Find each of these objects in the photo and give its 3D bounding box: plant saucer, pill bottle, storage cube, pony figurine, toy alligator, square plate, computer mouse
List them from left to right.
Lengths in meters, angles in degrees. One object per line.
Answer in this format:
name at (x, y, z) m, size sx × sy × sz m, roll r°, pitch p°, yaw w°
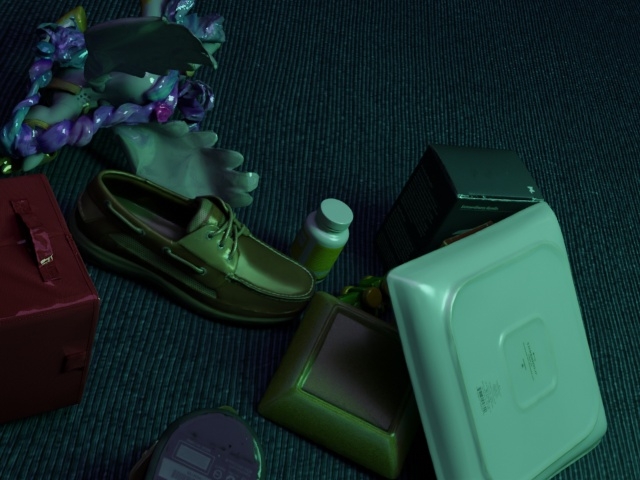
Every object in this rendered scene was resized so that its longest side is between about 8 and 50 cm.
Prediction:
storage cube at (-0.354, 0.071, 1.031) m, size 0.193 × 0.215 × 0.184 m, roll -11°, pitch 54°, yaw -30°
pony figurine at (-0.256, -0.206, 1.373) m, size 0.350 × 0.303 × 0.363 m, roll 0°, pitch 41°, yaw 15°
computer mouse at (-0.152, 0.293, 1.009) m, size 0.188 × 0.072 × 0.272 m, roll 31°, pitch 58°, yaw -3°
pill bottle at (0.000, 0.000, 1.385) m, size 0.065 × 0.116 × 0.065 m, roll 17°, pitch 42°, yaw -15°
toy alligator at (0.052, 0.090, 1.380) m, size 0.189 × 0.056 × 0.051 m, roll -26°, pitch 107°, yaw -38°
plant saucer at (0.047, 0.165, 1.238) m, size 0.188 × 0.045 × 0.188 m, roll 26°, pitch 59°, yaw 2°
square plate at (0.243, 0.155, 1.264) m, size 0.344 × 0.049 × 0.347 m, roll -21°, pitch 99°, yaw -44°

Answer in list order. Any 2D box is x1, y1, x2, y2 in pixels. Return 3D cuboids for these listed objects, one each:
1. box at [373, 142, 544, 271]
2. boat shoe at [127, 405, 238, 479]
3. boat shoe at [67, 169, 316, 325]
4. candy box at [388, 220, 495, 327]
box at (0.194, -0.028, 1.459) m, size 0.153 × 0.207 × 0.108 m, roll 3°, pitch 46°, yaw -29°
boat shoe at (-0.152, 0.233, 1.110) m, size 0.153 × 0.048 × 0.056 m, roll -37°, pitch 98°, yaw -41°
boat shoe at (-0.156, 0.007, 1.282) m, size 0.324 × 0.120 × 0.123 m, roll 20°, pitch 41°, yaw -11°
candy box at (0.170, 0.065, 1.361) m, size 0.109 × 0.187 × 0.053 m, roll -20°, pitch 58°, yaw -43°
